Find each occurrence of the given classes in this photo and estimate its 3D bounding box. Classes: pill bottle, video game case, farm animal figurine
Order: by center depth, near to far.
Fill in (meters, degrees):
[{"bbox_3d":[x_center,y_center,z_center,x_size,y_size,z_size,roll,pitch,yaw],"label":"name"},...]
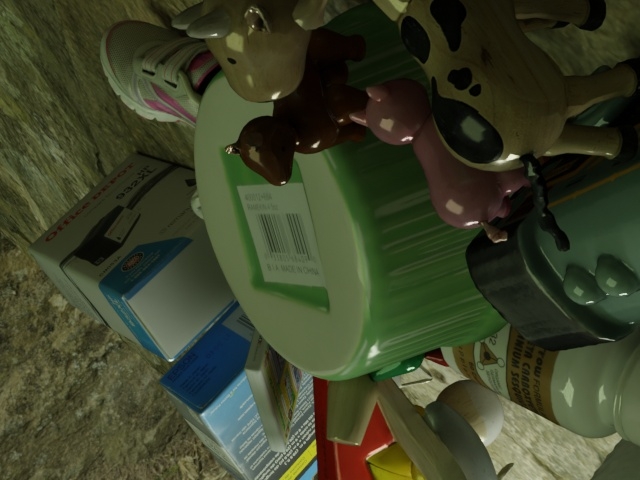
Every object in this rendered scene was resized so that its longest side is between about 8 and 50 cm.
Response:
[{"bbox_3d":[0.013,-0.159,0.680,0.330,0.172,0.327,4,98,60],"label":"farm animal figurine"},{"bbox_3d":[0.225,0.097,1.037,0.229,0.131,0.131,24,153,45],"label":"pill bottle"},{"bbox_3d":[-0.048,0.132,1.497,0.023,0.193,0.212,5,145,12],"label":"video game case"}]

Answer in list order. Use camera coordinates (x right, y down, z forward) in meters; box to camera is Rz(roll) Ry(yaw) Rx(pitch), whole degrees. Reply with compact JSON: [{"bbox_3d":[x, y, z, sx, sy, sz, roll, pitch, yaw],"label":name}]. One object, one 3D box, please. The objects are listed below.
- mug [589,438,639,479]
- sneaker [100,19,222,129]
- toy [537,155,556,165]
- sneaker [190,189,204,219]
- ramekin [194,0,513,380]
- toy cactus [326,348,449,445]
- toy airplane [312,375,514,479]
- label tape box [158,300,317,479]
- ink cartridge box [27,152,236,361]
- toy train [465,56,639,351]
[{"bbox_3d":[0.342,0.349,1.025,0.276,0.328,0.374,52,160,-22],"label":"mug"},{"bbox_3d":[-0.131,-0.174,1.267,0.252,0.103,0.111,31,154,16],"label":"sneaker"},{"bbox_3d":[0.177,-0.043,0.958,0.237,0.056,0.137,33,157,29],"label":"toy"},{"bbox_3d":[0.000,0.000,1.278,0.330,0.146,0.122,29,154,32],"label":"sneaker"},{"bbox_3d":[0.020,-0.033,0.987,0.303,0.148,0.303,39,140,43],"label":"ramekin"},{"bbox_3d":[0.041,0.111,1.177,0.219,0.180,0.112,5,164,27],"label":"toy cactus"},{"bbox_3d":[0.085,0.194,1.412,0.384,0.272,0.386,107,153,-58],"label":"toy airplane"},{"bbox_3d":[-0.060,0.236,1.742,0.106,0.240,0.334,27,154,41],"label":"label tape box"},{"bbox_3d":[-0.234,0.012,1.656,0.307,0.223,0.129,19,148,52],"label":"ink cartridge box"},{"bbox_3d":[0.216,-0.033,0.688,0.142,0.190,0.334,46,161,-6],"label":"toy train"}]
